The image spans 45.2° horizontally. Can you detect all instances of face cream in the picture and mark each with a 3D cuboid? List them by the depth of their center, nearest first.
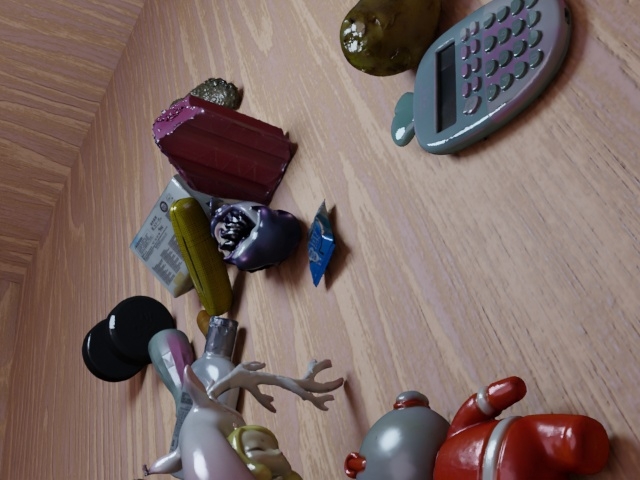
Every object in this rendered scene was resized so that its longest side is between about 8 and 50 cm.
[{"bbox_3d":[-0.203,0.284,1.384,0.144,0.071,0.291,-6,71,48],"label":"face cream"}]

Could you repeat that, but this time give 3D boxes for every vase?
[{"bbox_3d":[-0.282,0.273,1.534,0.086,0.086,0.214,-61,35,21],"label":"vase"}]

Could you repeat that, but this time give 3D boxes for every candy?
[{"bbox_3d":[0.000,0.000,1.227,0.136,0.038,0.088,-100,25,-52],"label":"candy"}]

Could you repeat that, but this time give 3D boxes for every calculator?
[{"bbox_3d":[0.196,-0.208,0.986,0.299,0.041,0.186,-30,50,49],"label":"calculator"}]

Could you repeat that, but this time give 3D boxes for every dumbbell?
[{"bbox_3d":[-0.441,0.229,1.757,0.218,0.152,0.153,-35,46,49],"label":"dumbbell"}]

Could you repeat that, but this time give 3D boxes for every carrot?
[{"bbox_3d":[-0.220,0.166,1.510,0.139,0.048,0.048,32,103,63],"label":"carrot"}]

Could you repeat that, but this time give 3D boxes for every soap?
[{"bbox_3d":[-0.188,-0.167,1.423,0.162,0.249,0.099,-56,34,24],"label":"soap"}]

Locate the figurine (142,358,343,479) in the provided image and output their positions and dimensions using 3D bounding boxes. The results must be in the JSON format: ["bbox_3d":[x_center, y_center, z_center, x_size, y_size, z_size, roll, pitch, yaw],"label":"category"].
[{"bbox_3d":[-0.078,0.287,0.955,0.206,0.284,0.316,-58,37,17],"label":"figurine"}]

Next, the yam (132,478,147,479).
[{"bbox_3d":[-0.394,0.573,1.508,0.238,0.128,0.129,-53,23,34],"label":"yam"}]

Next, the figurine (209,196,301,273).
[{"bbox_3d":[-0.115,-0.009,1.360,0.145,0.145,0.222,-68,24,8],"label":"figurine"}]

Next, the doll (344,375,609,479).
[{"bbox_3d":[0.138,0.245,0.792,0.336,0.105,0.200,-16,64,49],"label":"doll"}]

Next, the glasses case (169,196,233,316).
[{"bbox_3d":[-0.223,0.031,1.458,0.064,0.079,0.234,-13,104,24],"label":"glasses case"}]

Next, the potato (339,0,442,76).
[{"bbox_3d":[0.107,-0.317,1.121,0.176,0.137,0.137,-48,31,0],"label":"potato"}]

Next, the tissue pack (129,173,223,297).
[{"bbox_3d":[-0.262,-0.022,1.599,0.159,0.145,0.229,46,126,9],"label":"tissue pack"}]

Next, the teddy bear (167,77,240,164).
[{"bbox_3d":[-0.298,-0.279,1.804,0.251,0.129,0.182,-63,28,16],"label":"teddy bear"}]
